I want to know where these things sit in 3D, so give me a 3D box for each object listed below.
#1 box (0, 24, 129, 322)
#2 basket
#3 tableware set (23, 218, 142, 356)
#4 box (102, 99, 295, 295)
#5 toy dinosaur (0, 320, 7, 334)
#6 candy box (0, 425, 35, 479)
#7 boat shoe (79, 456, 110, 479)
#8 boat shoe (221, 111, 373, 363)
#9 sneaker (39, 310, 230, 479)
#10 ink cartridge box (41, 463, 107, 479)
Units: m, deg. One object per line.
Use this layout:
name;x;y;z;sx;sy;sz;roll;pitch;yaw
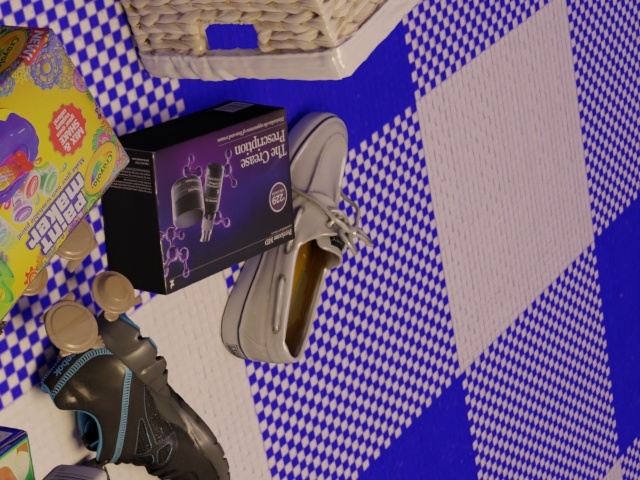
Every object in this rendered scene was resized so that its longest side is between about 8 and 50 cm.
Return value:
box;-0.394;-0.053;1.538;0.290;0.279;0.177;-56;138;-31
basket;-0.054;-0.381;1.905;0.331;0.328;0.266;-51;131;-34
tableware set;-0.290;0.048;1.854;0.168;0.020;0.141;51;49;2
box;-0.152;-0.058;2.026;0.261;0.103;0.184;-25;120;-49
toy dinosaur;-0.411;0.068;1.658;0.313;0.121;0.160;-63;142;-52
candy box;-0.404;0.338;1.605;0.122;0.268;0.317;-38;126;-55
boat shoe;-0.267;0.334;1.992;0.040;0.049;0.142;-41;126;-43
boat shoe;-0.005;-0.002;2.188;0.136;0.156;0.367;41;65;-50
sneaker;-0.228;0.230;1.994;0.140;0.125;0.341;-41;130;-14
ink cartridge box;-0.274;0.430;1.492;0.324;0.071;0.330;-47;133;-58
